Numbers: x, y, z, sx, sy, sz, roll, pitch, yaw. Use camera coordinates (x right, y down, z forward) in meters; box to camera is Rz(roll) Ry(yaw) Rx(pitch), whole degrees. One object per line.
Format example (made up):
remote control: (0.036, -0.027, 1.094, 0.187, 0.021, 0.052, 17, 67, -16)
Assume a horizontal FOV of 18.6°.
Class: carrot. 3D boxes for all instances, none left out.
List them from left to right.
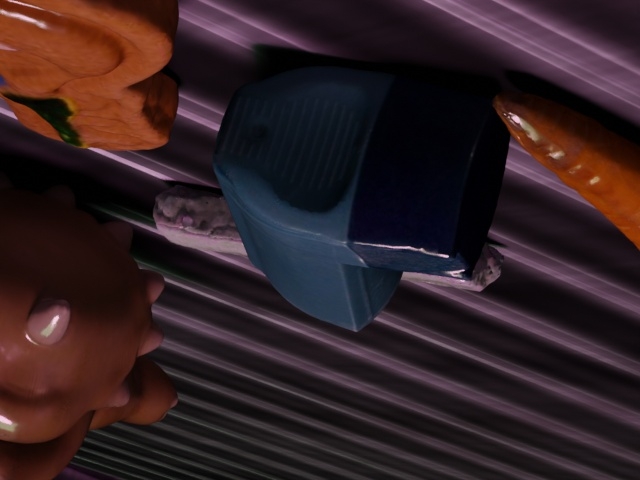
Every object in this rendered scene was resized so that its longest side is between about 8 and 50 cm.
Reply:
carrot: (0.161, -0.005, 0.867, 0.257, 0.061, 0.061, 38, 157, -33)

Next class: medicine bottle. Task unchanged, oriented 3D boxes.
medicine bottle: (0.018, -0.012, 0.925, 0.124, 0.079, 0.258, 14, 167, 4)

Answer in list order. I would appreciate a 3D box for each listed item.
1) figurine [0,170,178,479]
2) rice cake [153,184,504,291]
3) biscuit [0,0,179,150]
figurine: (-0.180, 0.044, 1.230, 0.177, 0.173, 0.247, 31, -158, 24)
rice cake: (0.001, 0.000, 1.094, 0.208, 0.033, 0.033, 9, 164, 23)
biscuit: (-0.158, -0.102, 0.825, 0.202, 0.047, 0.334, 16, 166, -1)
